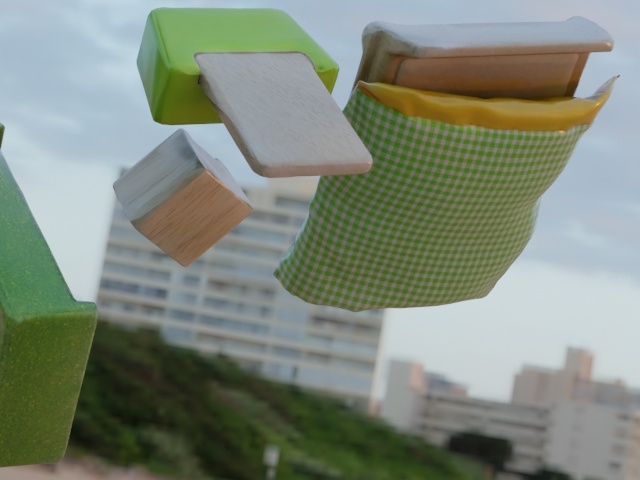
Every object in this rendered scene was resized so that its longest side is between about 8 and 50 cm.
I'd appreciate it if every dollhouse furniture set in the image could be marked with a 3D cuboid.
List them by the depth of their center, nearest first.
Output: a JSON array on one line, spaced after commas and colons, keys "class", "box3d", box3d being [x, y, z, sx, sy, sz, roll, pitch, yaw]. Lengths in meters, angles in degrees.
[{"class": "dollhouse furniture set", "box3d": [0.000, 0.000, 0.379, 0.152, 0.076, 0.058, -4, 42, -29]}]
